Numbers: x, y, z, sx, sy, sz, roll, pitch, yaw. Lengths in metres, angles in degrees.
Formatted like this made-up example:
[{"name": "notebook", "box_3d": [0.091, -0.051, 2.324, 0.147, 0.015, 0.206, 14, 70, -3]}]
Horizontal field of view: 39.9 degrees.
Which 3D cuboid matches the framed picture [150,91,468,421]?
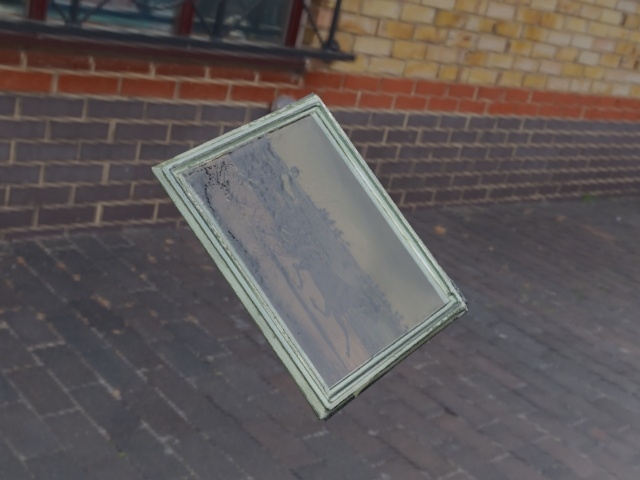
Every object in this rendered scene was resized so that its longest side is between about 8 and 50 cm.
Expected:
[{"name": "framed picture", "box_3d": [0.000, 0.000, 0.765, 0.197, 0.014, 0.252, -31, 83, -36]}]
